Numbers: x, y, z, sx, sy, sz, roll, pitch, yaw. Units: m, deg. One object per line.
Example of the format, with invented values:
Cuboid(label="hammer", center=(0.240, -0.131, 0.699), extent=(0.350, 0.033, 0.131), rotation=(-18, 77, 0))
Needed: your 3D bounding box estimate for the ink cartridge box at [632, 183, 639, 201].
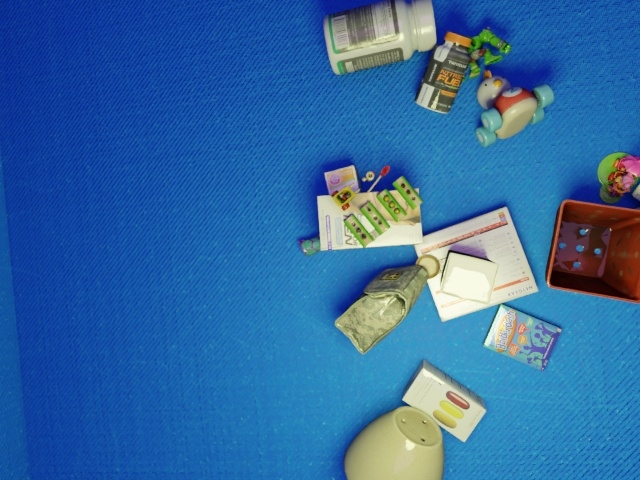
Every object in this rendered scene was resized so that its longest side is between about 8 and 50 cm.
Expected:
Cuboid(label="ink cartridge box", center=(1.105, -0.178, 1.583), extent=(0.203, 0.086, 0.148), rotation=(-41, 65, -9))

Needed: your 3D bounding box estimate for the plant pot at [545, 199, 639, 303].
Cuboid(label="plant pot", center=(0.848, 0.030, 1.609), extent=(0.266, 0.235, 0.268), rotation=(10, 92, 12))

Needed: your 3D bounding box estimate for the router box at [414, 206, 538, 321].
Cuboid(label="router box", center=(0.522, 0.082, 1.757), extent=(0.335, 0.082, 0.302), rotation=(-20, 87, 12))

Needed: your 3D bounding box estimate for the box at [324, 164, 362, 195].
Cuboid(label="box", center=(0.094, -0.154, 1.833), extent=(0.114, 0.103, 0.203), rotation=(-12, 88, 11))

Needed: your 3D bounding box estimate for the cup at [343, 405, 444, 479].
Cuboid(label="cup", center=(0.271, 0.686, 1.663), extent=(0.330, 0.331, 0.237), rotation=(26, 114, 10))

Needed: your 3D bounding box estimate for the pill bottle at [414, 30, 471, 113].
Cuboid(label="pill bottle", center=(0.416, -0.563, 1.710), extent=(0.130, 0.130, 0.246), rotation=(23, 115, 11))

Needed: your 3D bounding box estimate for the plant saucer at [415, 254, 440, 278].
Cuboid(label="plant saucer", center=(0.365, 0.089, 1.740), extent=(0.083, 0.015, 0.084), rotation=(1, 92, 14))

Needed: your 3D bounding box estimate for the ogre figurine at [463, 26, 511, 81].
Cuboid(label="ogre figurine", center=(0.533, -0.635, 1.733), extent=(0.197, 0.096, 0.118), rotation=(-33, 75, 55))

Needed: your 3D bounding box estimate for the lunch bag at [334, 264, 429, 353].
Cuboid(label="lunch bag", center=(0.218, 0.204, 1.698), extent=(0.169, 0.235, 0.287), rotation=(47, 124, 7))

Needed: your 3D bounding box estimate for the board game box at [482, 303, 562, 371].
Cuboid(label="board game box", center=(0.683, 0.327, 1.744), extent=(0.210, 0.047, 0.160), rotation=(22, 95, 12))

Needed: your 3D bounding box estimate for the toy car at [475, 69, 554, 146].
Cuboid(label="toy car", center=(0.592, -0.474, 1.686), extent=(0.219, 0.210, 0.238), rotation=(-26, 73, 1))

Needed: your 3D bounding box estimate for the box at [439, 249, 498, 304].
Cuboid(label="box", center=(0.448, 0.105, 1.570), extent=(0.147, 0.311, 0.121), rotation=(14, 94, 12))

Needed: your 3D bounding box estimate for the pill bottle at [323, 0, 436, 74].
Cuboid(label="pill bottle", center=(0.204, -0.705, 1.751), extent=(0.360, 0.204, 0.205), rotation=(-8, 89, 12))

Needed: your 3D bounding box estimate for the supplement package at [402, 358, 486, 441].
Cuboid(label="supplement package", center=(0.422, 0.544, 1.758), extent=(0.244, 0.134, 0.139), rotation=(32, 97, 10))

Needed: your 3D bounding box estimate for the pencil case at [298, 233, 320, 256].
Cuboid(label="pencil case", center=(0.000, 0.000, 1.875), extent=(0.151, 0.064, 0.070), rotation=(-28, 101, 10))

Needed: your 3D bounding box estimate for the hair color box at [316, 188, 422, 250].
Cuboid(label="hair color box", center=(0.162, -0.067, 1.716), extent=(0.338, 0.110, 0.186), rotation=(-4, 87, 2))

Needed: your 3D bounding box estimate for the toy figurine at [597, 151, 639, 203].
Cuboid(label="toy figurine", center=(0.963, -0.204, 1.620), extent=(0.130, 0.159, 0.173), rotation=(21, 96, 11))

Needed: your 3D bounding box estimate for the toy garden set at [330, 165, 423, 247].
Cuboid(label="toy garden set", center=(0.173, -0.130, 1.640), extent=(0.244, 0.049, 0.204), rotation=(-38, 84, 1))

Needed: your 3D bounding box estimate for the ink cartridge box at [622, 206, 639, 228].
Cuboid(label="ink cartridge box", center=(1.105, 0.028, 1.643), extent=(0.185, 0.065, 0.312), rotation=(-22, 84, 10))
